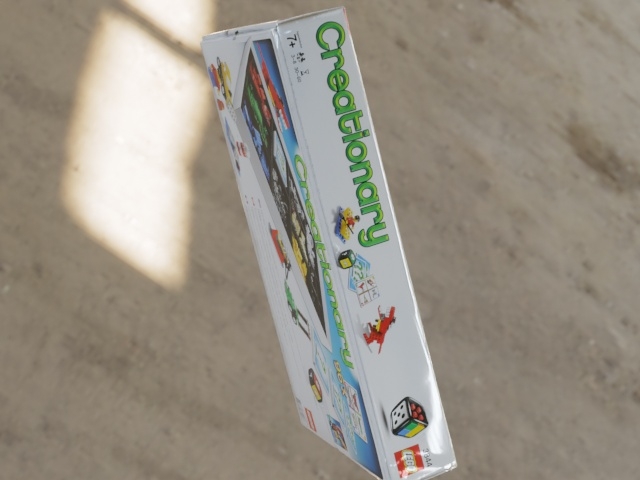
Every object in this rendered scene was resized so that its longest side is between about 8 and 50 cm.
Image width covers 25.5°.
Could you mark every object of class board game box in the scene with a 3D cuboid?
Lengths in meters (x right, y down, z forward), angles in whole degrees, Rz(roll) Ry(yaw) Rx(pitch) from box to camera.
[{"bbox_3d":[0.000,0.000,0.962,0.053,0.305,0.193,-17,11,-16],"label":"board game box"}]
